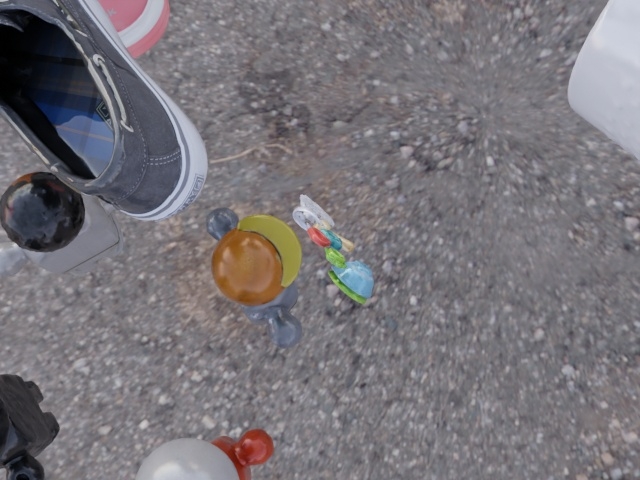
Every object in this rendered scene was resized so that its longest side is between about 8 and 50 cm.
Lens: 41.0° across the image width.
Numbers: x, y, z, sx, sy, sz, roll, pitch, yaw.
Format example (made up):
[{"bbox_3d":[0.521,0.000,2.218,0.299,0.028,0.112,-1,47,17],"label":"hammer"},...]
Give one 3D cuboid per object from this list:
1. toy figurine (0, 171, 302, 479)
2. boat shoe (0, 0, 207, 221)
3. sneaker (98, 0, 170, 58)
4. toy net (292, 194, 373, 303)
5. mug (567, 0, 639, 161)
[{"bbox_3d":[-0.121,0.067,0.528,0.213,0.148,0.209,17,81,3],"label":"toy figurine"},{"bbox_3d":[-0.153,-0.095,0.452,0.080,0.076,0.228,-47,67,14],"label":"boat shoe"},{"bbox_3d":[-0.184,-0.306,0.682,0.116,0.136,0.313,-11,74,1],"label":"sneaker"},{"bbox_3d":[0.000,0.000,1.287,0.122,0.232,0.045,27,107,-40],"label":"toy net"},{"bbox_3d":[0.446,-0.156,0.783,0.276,0.374,0.328,-46,67,-1],"label":"mug"}]
